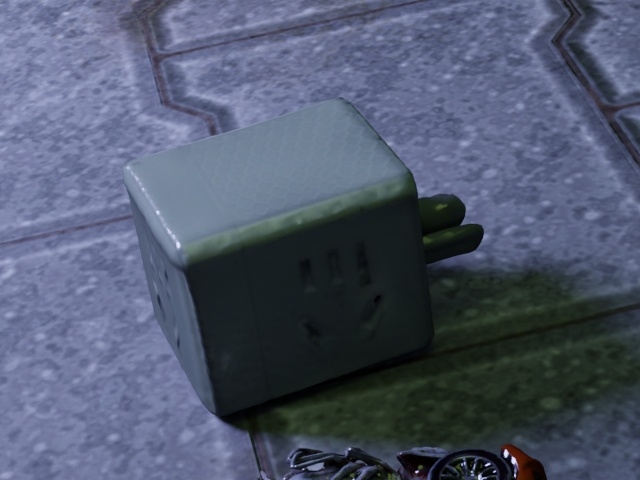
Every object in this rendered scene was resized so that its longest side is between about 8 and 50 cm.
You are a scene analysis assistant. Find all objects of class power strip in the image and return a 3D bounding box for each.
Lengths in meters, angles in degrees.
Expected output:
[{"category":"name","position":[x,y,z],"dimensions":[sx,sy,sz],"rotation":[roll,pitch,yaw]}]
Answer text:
[{"category":"power strip","position":[0.000,0.000,1.180],"dimensions":[0.224,0.140,0.139],"rotation":[-19,34,-13]}]

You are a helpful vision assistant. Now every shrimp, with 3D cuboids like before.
[{"category":"shrimp","position":[0.006,0.149,1.038],"dimensions":[0.165,0.056,0.065],"rotation":[4,51,2]}]

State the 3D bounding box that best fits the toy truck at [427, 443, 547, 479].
[{"category":"toy truck","position":[0.045,0.216,0.884],"dimensions":[0.252,0.107,0.114],"rotation":[-32,41,-28]}]
